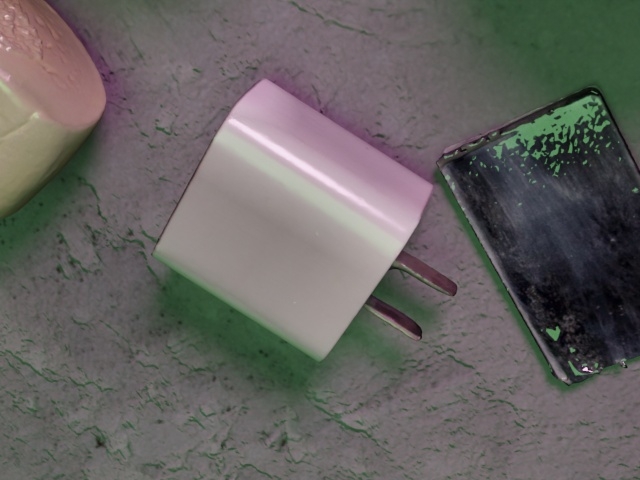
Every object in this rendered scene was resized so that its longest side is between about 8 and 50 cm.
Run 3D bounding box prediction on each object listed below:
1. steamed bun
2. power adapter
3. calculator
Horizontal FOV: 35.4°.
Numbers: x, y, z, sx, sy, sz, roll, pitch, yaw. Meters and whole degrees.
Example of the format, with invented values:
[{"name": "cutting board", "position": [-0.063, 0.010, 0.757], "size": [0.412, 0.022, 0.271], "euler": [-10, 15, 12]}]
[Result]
[{"name": "steamed bun", "position": [-0.333, -0.150, 0.920], "size": [0.250, 0.154, 0.200], "euler": [42, 122, -13]}, {"name": "power adapter", "position": [0.000, 0.000, 0.911], "size": [0.255, 0.124, 0.187], "euler": [33, 120, 0]}, {"name": "calculator", "position": [0.232, 0.004, 0.903], "size": [0.161, 0.021, 0.261], "euler": [-23, 107, 24]}]
